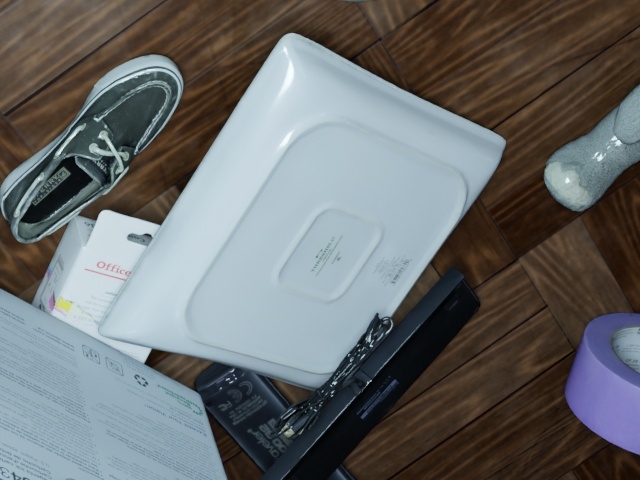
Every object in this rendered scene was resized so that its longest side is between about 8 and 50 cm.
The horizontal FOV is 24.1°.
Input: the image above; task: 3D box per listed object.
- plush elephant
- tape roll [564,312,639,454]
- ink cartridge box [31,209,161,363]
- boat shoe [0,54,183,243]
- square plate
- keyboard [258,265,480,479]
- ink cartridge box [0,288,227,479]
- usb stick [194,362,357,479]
[{"bbox_3d":[0.455,-0.082,1.544,0.272,0.255,0.330,29,106,-32],"label":"plush elephant"},{"bbox_3d":[0.379,0.164,1.705,0.189,0.189,0.080,3,119,-22],"label":"tape roll"},{"bbox_3d":[-0.211,0.051,1.487,0.115,0.067,0.198,17,114,-28],"label":"ink cartridge box"},{"bbox_3d":[-0.208,-0.080,1.406,0.219,0.070,0.078,-44,125,8],"label":"boat shoe"},{"bbox_3d":[0.000,0.000,1.499,0.344,0.049,0.347,20,109,-44],"label":"square plate"},{"bbox_3d":[0.043,0.152,1.597,0.317,0.033,0.201,-48,156,-3],"label":"keyboard"},{"bbox_3d":[-0.218,0.180,1.320,0.324,0.330,0.071,33,106,-29],"label":"ink cartridge box"},{"bbox_3d":[-0.043,0.227,1.671,0.077,0.045,0.278,-33,126,5],"label":"usb stick"}]
